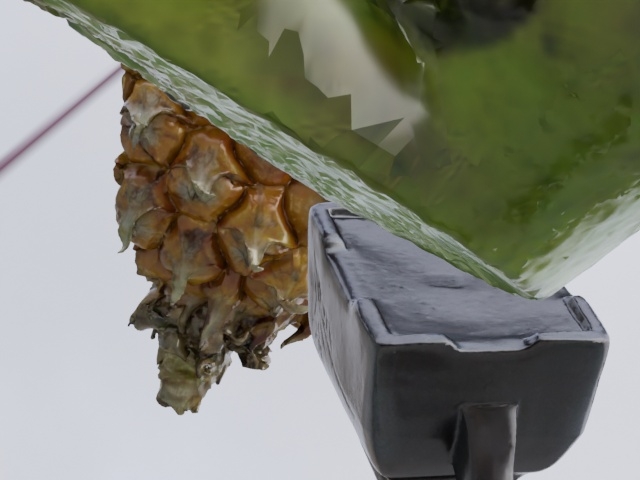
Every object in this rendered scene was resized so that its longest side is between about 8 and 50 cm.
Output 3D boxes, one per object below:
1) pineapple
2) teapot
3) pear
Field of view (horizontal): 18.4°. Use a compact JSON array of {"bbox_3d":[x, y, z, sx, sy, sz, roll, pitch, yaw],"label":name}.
[{"bbox_3d":[-0.001,0.003,1.443,0.209,0.286,0.344,8,-12,37],"label":"pineapple"},{"bbox_3d":[0.044,0.051,0.736,0.177,0.087,0.096,-117,-152,-62],"label":"teapot"},{"bbox_3d":[0.004,-0.099,0.476,0.292,0.159,0.292,33,2,-1],"label":"pear"}]
